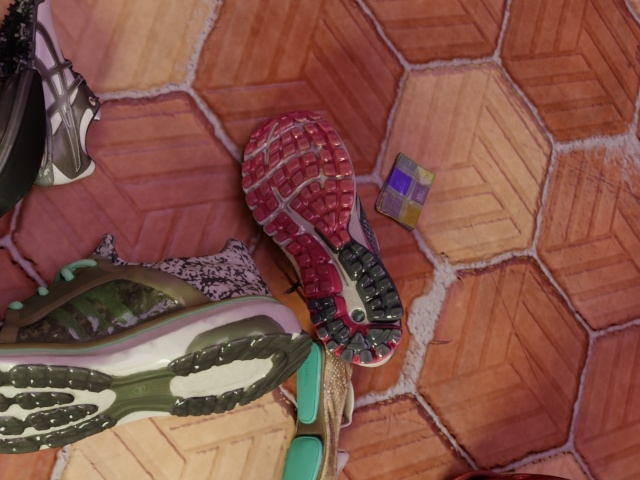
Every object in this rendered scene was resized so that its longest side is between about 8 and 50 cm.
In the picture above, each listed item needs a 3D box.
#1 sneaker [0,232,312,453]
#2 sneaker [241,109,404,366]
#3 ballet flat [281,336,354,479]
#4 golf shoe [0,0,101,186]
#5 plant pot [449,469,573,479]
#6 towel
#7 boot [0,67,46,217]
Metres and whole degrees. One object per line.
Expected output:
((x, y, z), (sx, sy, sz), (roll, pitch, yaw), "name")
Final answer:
((-0.224, 0.082, 0.949), (0.410, 0.158, 0.182), (-4, 50, -21), "sneaker")
((0.000, 0.000, 1.073), (0.121, 0.112, 0.299), (-20, 77, 2), "sneaker")
((0.005, 0.210, 1.071), (0.067, 0.073, 0.206), (16, 79, -35), "ballet flat")
((-0.265, -0.151, 0.971), (0.094, 0.077, 0.198), (-2, 92, -39), "golf shoe")
((0.215, 0.355, 1.105), (0.191, 0.174, 0.191), (4, 82, -28), "plant pot")
((0.103, -0.058, 1.188), (0.060, 0.009, 0.083), (32, 70, -21), "towel")
((-0.379, -0.062, 0.851), (0.229, 0.091, 0.263), (18, 72, 2), "boot")
